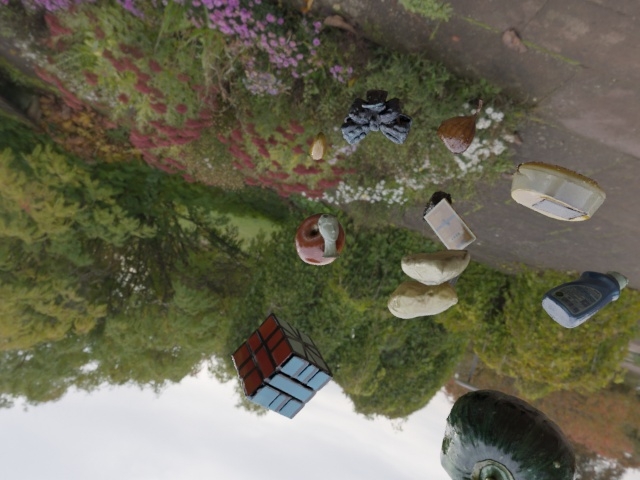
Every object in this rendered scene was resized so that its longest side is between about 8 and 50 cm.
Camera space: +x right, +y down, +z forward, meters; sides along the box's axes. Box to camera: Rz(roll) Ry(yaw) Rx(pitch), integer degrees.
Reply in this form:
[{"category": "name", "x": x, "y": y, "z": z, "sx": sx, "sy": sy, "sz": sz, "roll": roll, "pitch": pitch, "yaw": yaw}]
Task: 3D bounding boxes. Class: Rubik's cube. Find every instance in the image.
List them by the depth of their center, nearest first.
[{"category": "Rubik's cube", "x": -0.168, "y": 0.541, "z": 1.852, "sx": 0.288, "sy": 0.283, "sz": 0.293, "roll": 43, "pitch": -175, "yaw": -35}]

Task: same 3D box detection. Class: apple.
[{"category": "apple", "x": 0.000, "y": 0.000, "z": 1.643, "sx": 0.201, "sy": 0.201, "sz": 0.162, "roll": 15, "pitch": 160, "yaw": 32}]

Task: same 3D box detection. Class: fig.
[{"category": "fig", "x": 0.525, "y": -0.422, "z": 1.573, "sx": 0.133, "sy": 0.201, "sz": 0.146, "roll": 24, "pitch": -154, "yaw": -33}]

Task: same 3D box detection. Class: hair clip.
[{"category": "hair clip", "x": 0.242, "y": -0.532, "z": 1.881, "sx": 0.309, "sy": 0.195, "sz": 0.207, "roll": 3, "pitch": 125, "yaw": 15}]

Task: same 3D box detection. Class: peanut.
[{"category": "peanut", "x": 0.379, "y": 0.222, "z": 1.661, "sx": 0.147, "sy": 0.148, "sz": 0.318, "roll": 26, "pitch": 152, "yaw": -28}]

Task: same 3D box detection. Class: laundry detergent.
[{"category": "laundry detergent", "x": 0.935, "y": 0.187, "z": 1.506, "sx": 0.143, "sy": 0.289, "sz": 0.094, "roll": 55, "pitch": 165, "yaw": 47}]

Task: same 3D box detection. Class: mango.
[{"category": "mango", "x": -0.007, "y": -0.474, "z": 2.181, "sx": 0.084, "sy": 0.102, "sz": 0.184, "roll": 17, "pitch": 159, "yaw": -6}]

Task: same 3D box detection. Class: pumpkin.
[{"category": "pumpkin", "x": 0.433, "y": 0.459, "z": 0.992, "sx": 0.263, "sy": 0.197, "sz": 0.292, "roll": 4, "pitch": -172, "yaw": -42}]

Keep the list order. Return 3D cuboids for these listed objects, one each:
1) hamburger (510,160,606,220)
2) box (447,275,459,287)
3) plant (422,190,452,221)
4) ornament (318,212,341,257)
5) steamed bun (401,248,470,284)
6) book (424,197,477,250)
[{"category": "hamburger", "x": 0.794, "y": -0.174, "z": 1.449, "sx": 0.295, "sy": 0.152, "sz": 0.227, "roll": 25, "pitch": 178, "yaw": -8}, {"category": "box", "x": 0.523, "y": 0.164, "z": 1.761, "sx": 0.041, "sy": 0.207, "sz": 0.049, "roll": 30, "pitch": 173, "yaw": -32}, {"category": "plant", "x": 0.603, "y": -0.153, "z": 2.213, "sx": 0.142, "sy": 0.131, "sz": 0.203, "roll": 18, "pitch": 144, "yaw": 3}, {"category": "ornament", "x": 0.033, "y": -0.018, "z": 1.516, "sx": 0.074, "sy": 0.156, "sz": 0.081, "roll": -7, "pitch": -174, "yaw": -23}, {"category": "steamed bun", "x": 0.386, "y": 0.096, "z": 1.470, "sx": 0.231, "sy": 0.111, "sz": 0.212, "roll": -9, "pitch": -175, "yaw": -44}, {"category": "book", "x": 0.620, "y": -0.065, "z": 2.070, "sx": 0.242, "sy": 0.018, "sz": 0.170, "roll": 55, "pitch": 143, "yaw": 13}]
